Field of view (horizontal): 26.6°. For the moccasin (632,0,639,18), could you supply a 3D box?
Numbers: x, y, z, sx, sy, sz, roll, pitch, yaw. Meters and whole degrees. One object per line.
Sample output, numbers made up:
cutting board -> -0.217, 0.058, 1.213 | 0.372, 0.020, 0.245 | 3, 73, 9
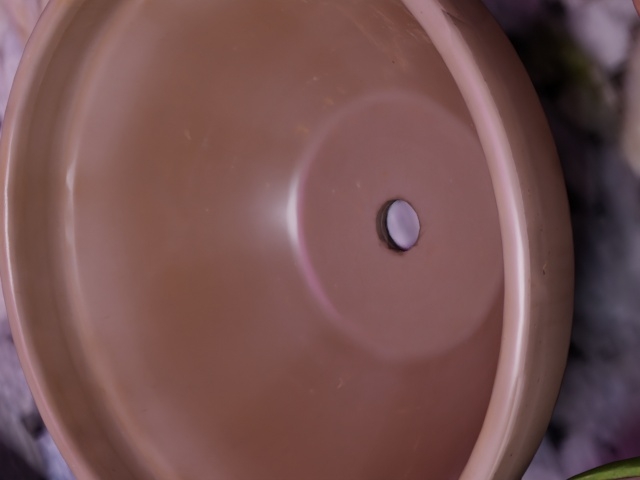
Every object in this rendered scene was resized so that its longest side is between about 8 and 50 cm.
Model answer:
moccasin -> 0.172, 0.006, 0.262 | 0.139, 0.147, 0.380 | -54, 39, 27

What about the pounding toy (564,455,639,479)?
pounding toy -> 0.156, 0.149, 0.380 | 0.237, 0.110, 0.183 | 47, 130, 15

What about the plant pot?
plant pot -> 0.000, 0.000, 0.479 | 0.237, 0.110, 0.237 | 8, 103, 40
